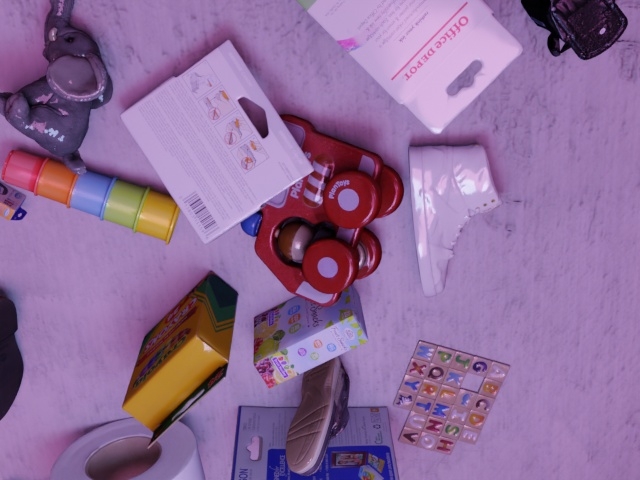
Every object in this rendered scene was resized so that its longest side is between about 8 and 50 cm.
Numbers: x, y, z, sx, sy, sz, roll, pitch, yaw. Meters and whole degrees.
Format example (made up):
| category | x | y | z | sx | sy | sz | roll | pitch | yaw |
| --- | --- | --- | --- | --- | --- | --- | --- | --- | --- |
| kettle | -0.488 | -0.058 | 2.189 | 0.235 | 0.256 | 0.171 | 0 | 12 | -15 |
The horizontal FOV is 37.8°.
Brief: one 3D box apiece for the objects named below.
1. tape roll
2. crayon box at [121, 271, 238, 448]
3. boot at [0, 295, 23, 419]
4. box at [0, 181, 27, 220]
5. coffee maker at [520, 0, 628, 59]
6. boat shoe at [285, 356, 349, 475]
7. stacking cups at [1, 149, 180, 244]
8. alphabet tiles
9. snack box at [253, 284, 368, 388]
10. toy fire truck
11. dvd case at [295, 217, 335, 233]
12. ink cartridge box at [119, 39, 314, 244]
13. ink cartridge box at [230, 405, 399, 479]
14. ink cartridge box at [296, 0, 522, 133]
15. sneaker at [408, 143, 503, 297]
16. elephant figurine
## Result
| category | x | y | z | sx | sy | sz | roll | pitch | yaw |
| --- | --- | --- | --- | --- | --- | --- | --- | --- | --- |
| tape roll | -0.369 | 0.457 | 1.801 | 0.286 | 0.286 | 0.100 | -9 | 113 | 2 |
| crayon box | -0.248 | 0.205 | 1.680 | 0.081 | 0.318 | 0.202 | 42 | 105 | -17 |
| boot | -0.655 | 0.225 | 1.812 | 0.115 | 0.112 | 0.305 | 21 | 118 | 22 |
| box | -0.590 | -0.084 | 1.679 | 0.136 | 0.081 | 0.028 | 29 | 108 | -13 |
| coffee maker | 0.405 | -0.399 | 1.531 | 0.120 | 0.178 | 0.171 | -19 | 114 | 3 |
| boat shoe | 0.008 | 0.330 | 1.767 | 0.103 | 0.285 | 0.092 | -32 | 117 | 29 |
| stacking cups | -0.411 | -0.079 | 1.679 | 0.316 | 0.096 | 0.096 | 16 | 111 | -8 |
| alphabet tiles | 0.253 | 0.330 | 1.916 | 0.198 | 0.009 | 0.237 | 16 | 110 | -9 |
| snack box | -0.022 | 0.165 | 1.749 | 0.207 | 0.174 | 0.070 | -26 | 114 | 8 |
| toy fire truck | -0.010 | -0.049 | 1.676 | 0.254 | 0.169 | 0.302 | 24 | 108 | 17 |
| dvd case | 0.000 | 0.000 | 1.769 | 0.119 | 0.013 | 0.087 | 25 | 109 | -10 |
| ink cartridge box | -0.177 | -0.170 | 1.629 | 0.239 | 0.060 | 0.275 | -33 | 92 | 10 |
| ink cartridge box | -0.011 | 0.419 | 1.785 | 0.307 | 0.303 | 0.072 | -2 | 112 | 0 |
| ink cartridge box | 0.134 | -0.362 | 1.496 | 0.353 | 0.119 | 0.207 | 46 | 105 | -1 |
| sneaker | 0.253 | -0.034 | 1.714 | 0.169 | 0.108 | 0.292 | -5 | 111 | 3 |
| elephant figurine | -0.422 | -0.275 | 1.578 | 0.239 | 0.169 | 0.186 | -49 | 136 | 0 |
